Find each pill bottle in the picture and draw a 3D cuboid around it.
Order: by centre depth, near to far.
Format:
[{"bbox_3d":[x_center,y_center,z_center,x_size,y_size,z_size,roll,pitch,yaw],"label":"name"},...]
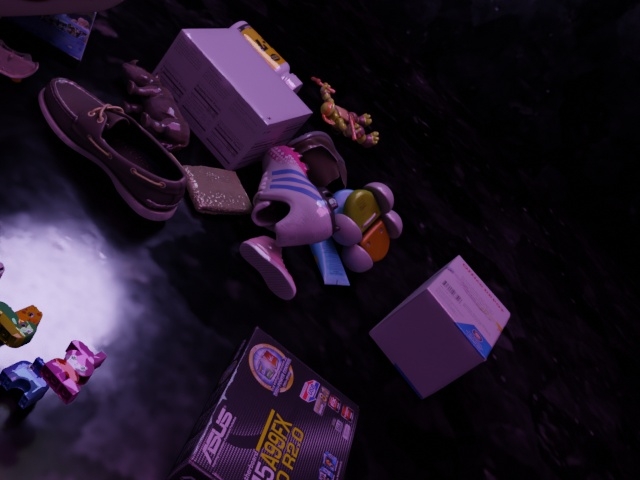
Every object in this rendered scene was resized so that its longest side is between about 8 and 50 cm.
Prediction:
[{"bbox_3d":[-0.151,-0.421,1.554,0.208,0.119,0.119,44,31,-3],"label":"pill bottle"}]

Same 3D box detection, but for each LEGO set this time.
[{"bbox_3d":[-0.345,0.103,0.744,0.227,0.087,0.093,44,27,9],"label":"LEGO set"}]

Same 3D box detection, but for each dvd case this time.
[{"bbox_3d":[-0.529,-0.446,1.220,0.180,0.022,0.253,25,37,-29],"label":"dvd case"}]

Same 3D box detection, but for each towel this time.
[{"bbox_3d":[-0.195,-0.093,1.205,0.148,0.027,0.110,-1,55,-52],"label":"towel"}]

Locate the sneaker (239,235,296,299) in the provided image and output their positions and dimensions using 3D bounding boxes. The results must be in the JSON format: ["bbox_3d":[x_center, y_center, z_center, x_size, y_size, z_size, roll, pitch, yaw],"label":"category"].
[{"bbox_3d":[-0.080,0.043,1.159,0.134,0.051,0.070,46,36,9],"label":"sneaker"}]

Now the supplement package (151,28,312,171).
[{"bbox_3d":[-0.185,-0.304,1.350,0.262,0.145,0.204,49,31,4],"label":"supplement package"}]

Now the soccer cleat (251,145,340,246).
[{"bbox_3d":[-0.082,-0.094,1.237,0.143,0.116,0.331,-16,33,-16],"label":"soccer cleat"}]

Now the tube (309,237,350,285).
[{"bbox_3d":[0.000,0.000,1.317,0.080,0.052,0.207,3,57,-45],"label":"tube"}]

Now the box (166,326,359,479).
[{"bbox_3d":[-0.063,0.279,0.895,0.216,0.060,0.270,41,31,-9],"label":"box"}]

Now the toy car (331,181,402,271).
[{"bbox_3d":[0.078,-0.037,1.360,0.136,0.159,0.182,23,-31,42],"label":"toy car"}]

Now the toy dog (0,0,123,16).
[{"bbox_3d":[-0.505,-0.421,0.965,0.408,0.284,0.395,-30,65,-35],"label":"toy dog"}]

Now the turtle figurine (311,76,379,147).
[{"bbox_3d":[0.068,-0.322,1.735,0.217,0.087,0.269,20,30,-49],"label":"turtle figurine"}]

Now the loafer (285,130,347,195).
[{"bbox_3d":[0.006,-0.168,1.430,0.251,0.094,0.087,26,42,-63],"label":"loafer"}]

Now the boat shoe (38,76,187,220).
[{"bbox_3d":[-0.337,-0.168,1.047,0.305,0.091,0.109,45,38,5],"label":"boat shoe"}]

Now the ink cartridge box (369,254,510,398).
[{"bbox_3d":[0.248,0.170,1.294,0.171,0.168,0.233,51,31,7],"label":"ink cartridge box"}]

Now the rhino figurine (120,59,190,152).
[{"bbox_3d":[-0.319,-0.260,1.207,0.106,0.073,0.243,4,49,-43],"label":"rhino figurine"}]

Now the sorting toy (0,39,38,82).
[{"bbox_3d":[-0.514,-0.306,1.059,0.083,0.045,0.075,25,29,-30],"label":"sorting toy"}]
